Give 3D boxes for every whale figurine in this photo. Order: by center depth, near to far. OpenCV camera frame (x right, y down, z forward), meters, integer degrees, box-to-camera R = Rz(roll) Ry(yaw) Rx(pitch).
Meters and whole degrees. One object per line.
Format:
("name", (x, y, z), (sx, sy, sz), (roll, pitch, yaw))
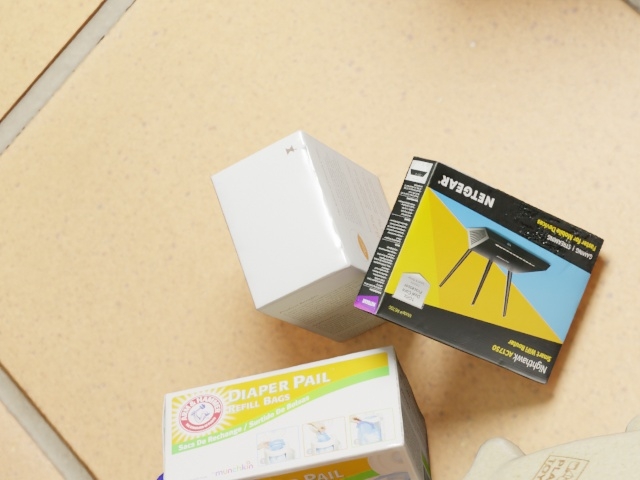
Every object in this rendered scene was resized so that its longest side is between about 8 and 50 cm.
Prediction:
("whale figurine", (0.222, 0.233, 1.482), (0.272, 0.141, 0.216), (5, 47, 44))

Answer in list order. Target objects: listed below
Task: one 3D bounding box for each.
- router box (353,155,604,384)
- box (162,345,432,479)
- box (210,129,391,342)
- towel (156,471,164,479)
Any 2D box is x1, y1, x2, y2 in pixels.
("router box", (0.131, 0.026, 1.538), (0.046, 0.179, 0.133), (19, 87, 63))
("box", (-0.020, 0.178, 1.564), (0.203, 0.114, 0.103), (-13, 47, 10))
("box", (0.000, 0.000, 1.598), (0.091, 0.170, 0.130), (-26, 68, 18))
("towel", (-0.036, 0.329, 1.595), (0.308, 0.076, 0.227), (8, 83, 25))
